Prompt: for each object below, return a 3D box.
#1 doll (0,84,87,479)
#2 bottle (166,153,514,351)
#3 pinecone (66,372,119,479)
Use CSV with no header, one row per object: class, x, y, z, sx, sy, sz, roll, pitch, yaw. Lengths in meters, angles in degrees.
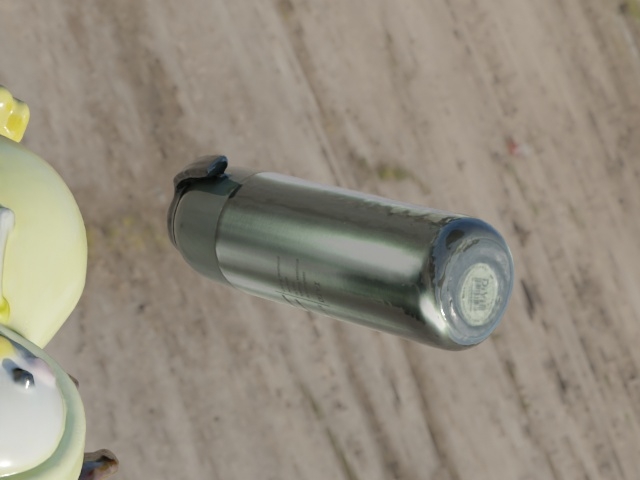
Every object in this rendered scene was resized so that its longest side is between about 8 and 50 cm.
doll,-0.166,0.029,0.702,0.141,0.117,0.296,11,29,-28
bottle,0.000,0.000,0.937,0.079,0.253,0.096,-43,125,-27
pinecone,-0.200,0.176,0.829,0.309,0.244,0.244,42,16,5
